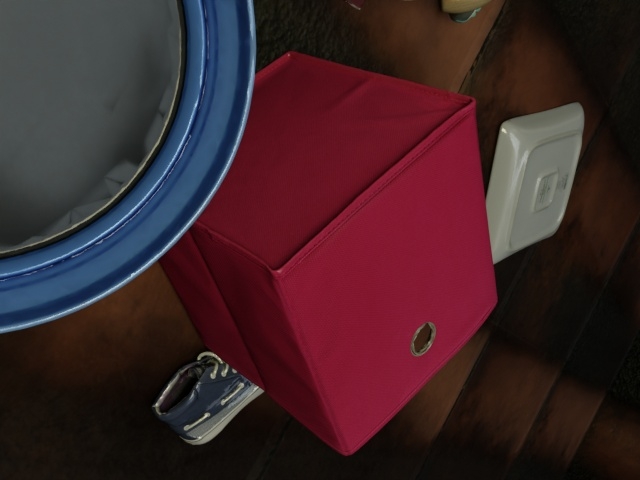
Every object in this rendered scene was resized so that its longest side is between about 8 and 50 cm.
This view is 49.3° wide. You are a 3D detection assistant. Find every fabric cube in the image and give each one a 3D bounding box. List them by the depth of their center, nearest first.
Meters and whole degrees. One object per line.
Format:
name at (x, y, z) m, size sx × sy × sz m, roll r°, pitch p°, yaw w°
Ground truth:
fabric cube at (0.000, 0.000, 0.709) m, size 0.254 × 0.259 × 0.258 m, roll -40°, pitch 135°, yaw -24°

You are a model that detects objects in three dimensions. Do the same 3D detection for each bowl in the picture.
bowl at (-0.231, -0.127, 0.464) m, size 0.391 × 0.077 × 0.391 m, roll -14°, pitch 117°, yaw -30°

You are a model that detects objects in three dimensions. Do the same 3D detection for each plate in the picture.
plate at (0.390, -0.096, 1.260) m, size 0.278 × 0.045 × 0.277 m, roll -20°, pitch 124°, yaw -41°

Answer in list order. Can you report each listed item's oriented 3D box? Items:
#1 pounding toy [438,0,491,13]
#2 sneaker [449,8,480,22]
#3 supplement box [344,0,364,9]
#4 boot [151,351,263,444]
pounding toy at (0.089, -0.360, 0.755) m, size 0.154 × 0.155 × 0.269 m, roll -24°, pitch 123°, yaw -2°
sneaker at (0.175, -0.360, 0.870) m, size 0.076 × 0.065 × 0.166 m, roll -3°, pitch 111°, yaw -30°
supplement box at (0.045, -0.348, 0.618) m, size 0.130 × 0.073 × 0.239 m, roll 28°, pitch 109°, yaw -24°
boot at (-0.109, 0.154, 0.826) m, size 0.190 × 0.069 × 0.086 m, roll -49°, pitch 142°, yaw -14°
